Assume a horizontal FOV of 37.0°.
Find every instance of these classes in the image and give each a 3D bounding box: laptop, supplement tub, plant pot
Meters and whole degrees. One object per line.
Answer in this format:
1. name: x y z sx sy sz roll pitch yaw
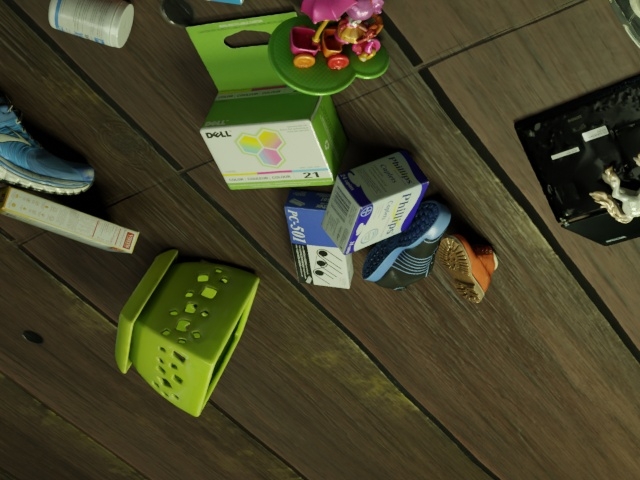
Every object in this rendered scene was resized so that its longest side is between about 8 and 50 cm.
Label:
1. laptop: 0.457 -0.110 1.406 0.234 0.136 0.264 -20 102 37
2. supplement tub: -0.336 -0.330 1.403 0.107 0.071 0.071 18 141 1
3. plant pot: -0.267 0.166 1.850 0.207 0.228 0.227 25 141 3

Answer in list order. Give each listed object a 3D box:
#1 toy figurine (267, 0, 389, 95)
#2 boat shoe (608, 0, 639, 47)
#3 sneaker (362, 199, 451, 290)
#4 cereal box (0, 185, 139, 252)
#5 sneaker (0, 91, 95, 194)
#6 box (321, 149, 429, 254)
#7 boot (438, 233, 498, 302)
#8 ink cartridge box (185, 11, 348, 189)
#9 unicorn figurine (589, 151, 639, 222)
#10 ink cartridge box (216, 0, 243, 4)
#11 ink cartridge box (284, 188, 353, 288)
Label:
1. toy figurine: 0.029 -0.285 1.257 0.173 0.130 0.159 1 157 -14
2. boat shoe: 0.437 -0.261 1.202 0.233 0.084 0.079 38 176 -33
3. sneaker: 0.164 0.013 1.619 0.090 0.081 0.232 20 144 -21
4. cereal box: -0.465 -0.036 1.727 0.240 0.047 0.173 21 171 -27
5. sneaker: -0.524 -0.170 1.614 0.330 0.147 0.130 21 173 -38
6. box: 0.085 -0.059 1.503 0.072 0.137 0.126 53 149 24
7. boot: 0.249 0.026 1.592 0.059 0.084 0.158 23 156 39
8. ink cartridge box: -0.090 -0.202 1.440 0.189 0.097 0.255 -2 138 23
9. unicorn figurine: 0.458 -0.072 1.307 0.111 0.060 0.162 53 145 -3
10. ink cartridge box: -0.207 -0.401 1.264 0.231 0.078 0.134 10 140 11
11. ink cartridge box: 0.000 0.000 1.684 0.097 0.046 0.207 6 139 13
